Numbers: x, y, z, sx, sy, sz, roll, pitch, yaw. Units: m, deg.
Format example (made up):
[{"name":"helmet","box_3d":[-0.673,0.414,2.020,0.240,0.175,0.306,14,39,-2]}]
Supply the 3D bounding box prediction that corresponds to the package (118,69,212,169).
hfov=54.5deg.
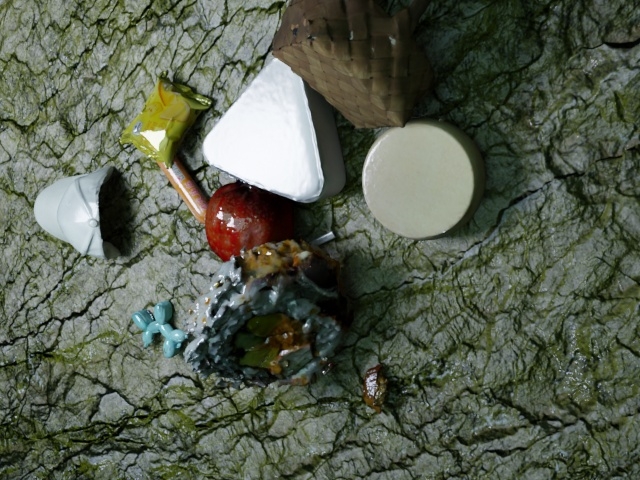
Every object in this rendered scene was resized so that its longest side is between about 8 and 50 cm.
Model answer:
[{"name":"package","box_3d":[-0.393,-0.306,1.573,0.168,0.090,0.226,32,91,7]}]

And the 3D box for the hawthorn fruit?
[{"name":"hawthorn fruit","box_3d":[-0.172,-0.024,1.496,0.215,0.215,0.249,17,123,20]}]

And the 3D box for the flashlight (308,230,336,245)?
[{"name":"flashlight","box_3d":[0.000,0.000,1.520,0.083,0.018,0.018,-25,90,26]}]

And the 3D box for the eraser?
[{"name":"eraser","box_3d":[-0.073,-0.218,1.439,0.332,0.150,0.331,4,100,24]}]

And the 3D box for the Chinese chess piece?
[{"name":"Chinese chess piece","box_3d":[0.223,-0.132,1.350,0.273,0.102,0.273,6,104,24]}]

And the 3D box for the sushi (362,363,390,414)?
[{"name":"sushi","box_3d":[0.138,0.361,1.511,0.060,0.061,0.117,1,100,36]}]

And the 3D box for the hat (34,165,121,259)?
[{"name":"hat","box_3d":[-0.694,-0.074,1.728,0.302,0.168,0.257,3,101,23]}]

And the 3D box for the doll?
[{"name":"doll","box_3d":[-0.443,0.253,1.745,0.160,0.059,0.158,-15,93,24]}]

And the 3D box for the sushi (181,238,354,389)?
[{"name":"sushi","box_3d":[-0.124,0.186,1.437,0.417,0.418,0.175,-58,36,22]}]

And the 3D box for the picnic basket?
[{"name":"picnic basket","box_3d":[0.109,-0.426,1.254,0.293,0.338,0.337,-158,64,-64]}]

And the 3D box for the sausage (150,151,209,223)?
[{"name":"sausage","box_3d":[-0.379,-0.178,1.631,0.053,0.053,0.347,-38,84,25]}]
